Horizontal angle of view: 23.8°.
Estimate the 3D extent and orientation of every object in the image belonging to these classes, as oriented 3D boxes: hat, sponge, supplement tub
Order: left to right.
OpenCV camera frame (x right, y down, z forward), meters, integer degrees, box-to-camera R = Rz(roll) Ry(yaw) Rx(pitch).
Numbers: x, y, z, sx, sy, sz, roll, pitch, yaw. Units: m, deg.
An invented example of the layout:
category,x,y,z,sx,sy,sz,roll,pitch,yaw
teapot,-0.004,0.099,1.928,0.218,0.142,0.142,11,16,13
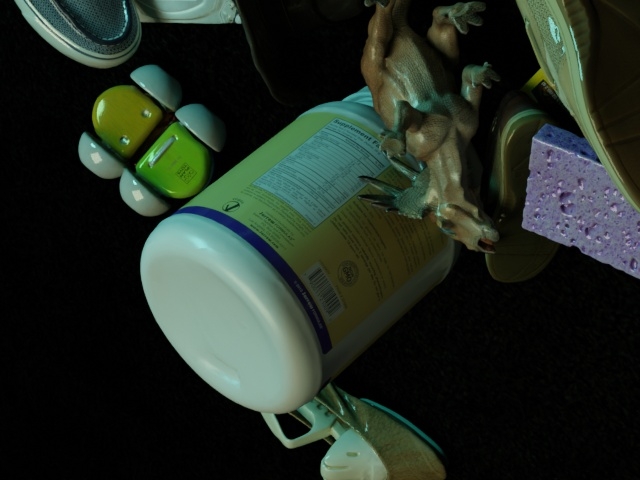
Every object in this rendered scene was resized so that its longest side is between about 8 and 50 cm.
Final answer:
category,x,y,z,sx,sy,sz,roll,pitch,yaw
hat,-0.022,-0.306,1.481,0.134,0.331,0.331,-16,117,15
supplement tub,0.000,0.000,1.619,0.241,0.331,0.241,32,144,27
sponge,0.289,-0.021,1.397,0.210,0.031,0.117,25,139,23

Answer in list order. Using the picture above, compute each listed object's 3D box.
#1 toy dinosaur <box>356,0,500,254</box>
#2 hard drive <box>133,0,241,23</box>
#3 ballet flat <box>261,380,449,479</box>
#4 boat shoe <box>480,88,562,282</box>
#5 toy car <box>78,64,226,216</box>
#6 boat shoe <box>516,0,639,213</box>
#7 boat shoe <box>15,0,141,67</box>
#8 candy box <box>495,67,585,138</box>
category,x,y,z,sx,sy,sz,roll,pitch,yaw
toy dinosaur,0.090,-0.136,1.472,0.200,0.127,0.295,106,154,-70
hard drive,-0.206,-0.405,1.712,0.237,0.064,0.339,11,131,46
ballet flat,0.011,0.252,2.078,0.342,0.124,0.116,36,147,21
boat shoe,0.199,-0.054,1.513,0.223,0.080,0.073,88,173,-45
toy car,-0.208,-0.123,1.963,0.182,0.159,0.136,41,-177,14
boat shoe,0.245,-0.174,1.310,0.110,0.122,0.341,145,105,-79
boat shoe,-0.303,-0.356,1.699,0.340,0.127,0.158,54,156,-6
candy box,0.268,-0.076,1.490,0.206,0.027,0.105,48,153,3
